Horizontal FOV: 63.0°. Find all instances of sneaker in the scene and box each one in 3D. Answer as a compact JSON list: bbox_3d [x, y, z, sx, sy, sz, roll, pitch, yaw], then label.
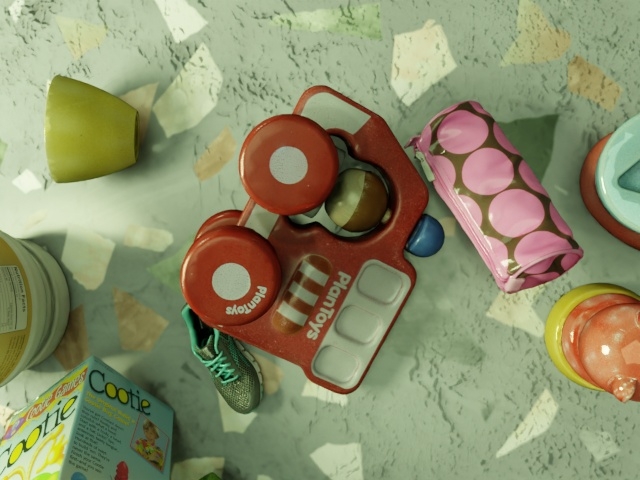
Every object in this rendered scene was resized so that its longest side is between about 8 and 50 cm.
[{"bbox_3d":[-0.128,0.141,0.644,0.065,0.076,0.166,-29,83,11],"label":"sneaker"}]

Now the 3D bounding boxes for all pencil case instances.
[{"bbox_3d":[0.180,-0.044,0.559,0.098,0.095,0.209,-17,65,-25],"label":"pencil case"}]

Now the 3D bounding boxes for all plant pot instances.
[{"bbox_3d":[-0.285,-0.137,0.671,0.095,0.134,0.134,3,89,-13],"label":"plant pot"}]

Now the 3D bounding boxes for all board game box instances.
[{"bbox_3d":[-0.263,0.288,0.555,0.142,0.275,0.144,-36,120,9],"label":"board game box"}]

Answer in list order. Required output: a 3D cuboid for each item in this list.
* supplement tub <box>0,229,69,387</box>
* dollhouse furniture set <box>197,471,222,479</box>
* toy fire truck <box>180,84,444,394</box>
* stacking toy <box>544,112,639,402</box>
[{"bbox_3d":[-0.475,0.086,0.597,0.228,0.316,0.228,0,88,12],"label":"supplement tub"},{"bbox_3d":[-0.107,0.471,0.637,0.301,0.151,0.197,44,118,-7],"label":"dollhouse furniture set"},{"bbox_3d":[0.000,0.000,0.596,0.253,0.169,0.302,27,95,-13],"label":"toy fire truck"},{"bbox_3d":[0.394,0.025,0.511,0.279,0.130,0.309,8,90,12],"label":"stacking toy"}]
